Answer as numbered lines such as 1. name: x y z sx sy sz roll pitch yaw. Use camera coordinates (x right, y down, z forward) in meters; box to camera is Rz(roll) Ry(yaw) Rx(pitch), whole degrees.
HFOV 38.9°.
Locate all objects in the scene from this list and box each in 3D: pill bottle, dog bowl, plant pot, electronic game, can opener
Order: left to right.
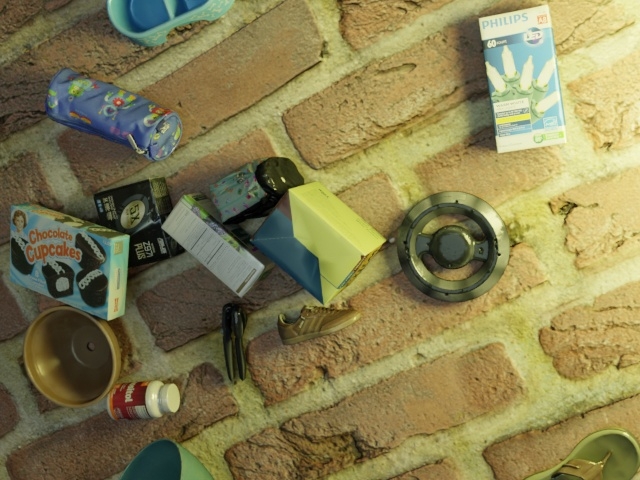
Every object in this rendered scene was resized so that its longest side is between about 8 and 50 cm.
1. plant pot: -0.551 0.255 2.080 0.237 0.110 0.237 3 100 16
2. pill bottle: -0.403 0.364 2.067 0.152 0.086 0.086 -7 97 16
3. dog bowl: -0.321 -0.521 1.911 0.297 0.074 0.166 -19 93 17
4. plant pot: -0.322 0.612 2.009 0.195 0.290 0.290 34 110 -29
5. can opener: -0.193 0.226 2.001 0.059 0.073 0.186 5 109 7
6. electronic game: 0.268 0.013 1.838 0.229 0.048 0.229 3 100 16

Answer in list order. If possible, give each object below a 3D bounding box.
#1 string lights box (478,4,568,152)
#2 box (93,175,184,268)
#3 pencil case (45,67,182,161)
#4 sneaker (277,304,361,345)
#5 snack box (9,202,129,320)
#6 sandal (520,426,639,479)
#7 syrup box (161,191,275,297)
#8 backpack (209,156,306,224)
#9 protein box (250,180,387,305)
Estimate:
1. string lights box: 0.390 -0.306 1.738 0.133 0.077 0.260 -8 96 18
2. box: -0.402 -0.037 2.008 0.147 0.077 0.180 -13 95 17
3. pencil case: -0.451 -0.268 1.960 0.306 0.133 0.119 23 137 12
4. sneaker: -0.008 0.168 1.933 0.188 0.066 0.071 -20 92 17
5. snack box: -0.567 0.042 2.027 0.322 0.060 0.187 16 108 30
6. sandal: 0.515 0.490 1.821 0.303 0.086 0.120 -39 87 18
7. syrup box: -0.216 0.007 1.953 0.237 0.093 0.096 40 106 7
8. backpack: -0.142 -0.105 1.900 0.182 0.152 0.115 -25 86 30
9. protein box: 0.000 0.000 1.833 0.200 0.201 0.136 41 107 7
